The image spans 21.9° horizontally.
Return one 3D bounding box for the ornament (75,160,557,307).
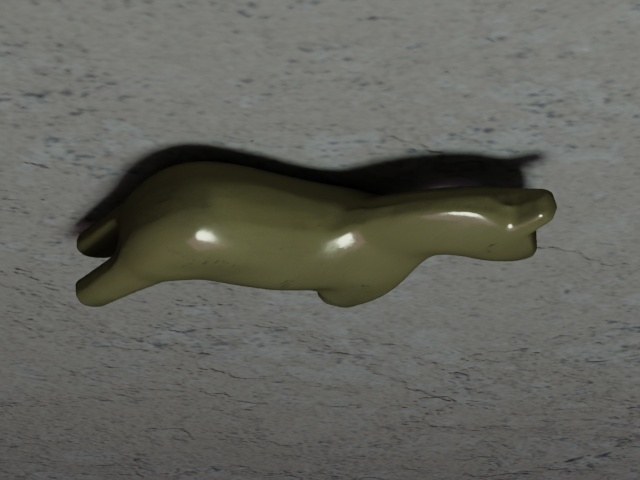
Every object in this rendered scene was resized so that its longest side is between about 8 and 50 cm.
[{"bbox_3d":[0.000,0.000,0.972,0.230,0.061,0.245,9,162,-26],"label":"ornament"}]
